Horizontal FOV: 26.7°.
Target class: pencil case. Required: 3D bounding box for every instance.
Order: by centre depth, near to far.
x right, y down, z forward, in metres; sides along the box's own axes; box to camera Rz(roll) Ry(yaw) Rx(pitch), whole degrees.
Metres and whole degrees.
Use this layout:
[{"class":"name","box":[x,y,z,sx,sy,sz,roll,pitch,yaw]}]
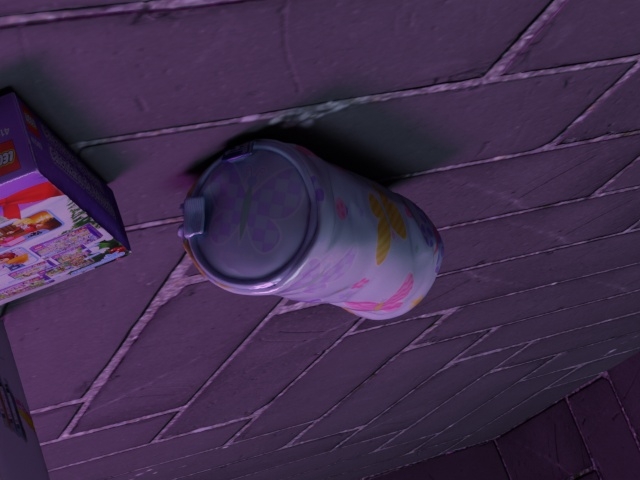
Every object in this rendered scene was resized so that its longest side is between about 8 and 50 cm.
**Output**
[{"class":"pencil case","box":[0.000,0.000,1.081,0.124,0.113,0.273,-18,165,23]}]

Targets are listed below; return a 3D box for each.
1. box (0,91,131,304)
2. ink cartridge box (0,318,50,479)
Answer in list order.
[{"class":"box","box":[-0.290,0.013,0.876,0.293,0.057,0.201,-21,164,2]},{"class":"ink cartridge box","box":[-0.310,0.153,1.082,0.128,0.176,0.127,-21,163,2]}]
